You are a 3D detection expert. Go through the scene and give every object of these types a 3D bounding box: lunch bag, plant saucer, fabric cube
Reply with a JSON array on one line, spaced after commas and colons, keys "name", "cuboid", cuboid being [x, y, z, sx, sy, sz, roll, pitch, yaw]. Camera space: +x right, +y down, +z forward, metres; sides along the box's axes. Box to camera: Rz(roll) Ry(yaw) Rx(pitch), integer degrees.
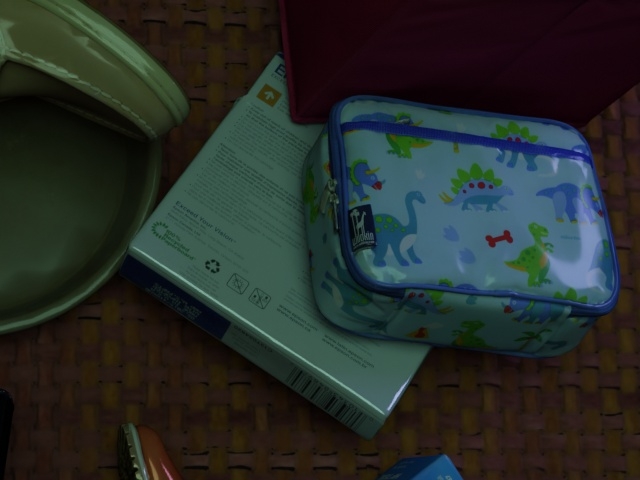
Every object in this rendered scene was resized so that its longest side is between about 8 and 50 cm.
[{"name": "lunch bag", "cuboid": [0.098, -0.014, 1.374, 0.219, 0.090, 0.176, 8, 56, -18]}, {"name": "plant saucer", "cuboid": [-0.254, -0.061, 1.397, 0.277, 0.041, 0.278, 2, 74, -8]}, {"name": "fabric cube", "cuboid": [0.124, -0.240, 1.382, 0.259, 0.258, 0.254, -1, 73, -20]}]

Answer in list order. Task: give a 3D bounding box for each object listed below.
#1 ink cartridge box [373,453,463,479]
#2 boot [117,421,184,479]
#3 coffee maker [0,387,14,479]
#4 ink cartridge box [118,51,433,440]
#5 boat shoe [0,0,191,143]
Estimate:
[{"name": "ink cartridge box", "cuboid": [0.021, 0.265, 1.306, 0.231, 0.078, 0.134, -35, 96, -22]}, {"name": "boot", "cuboid": [-0.087, 0.192, 1.346, 0.084, 0.059, 0.158, -23, 87, -18]}, {"name": "coffee maker", "cuboid": [-0.251, 0.190, 1.297, 0.171, 0.120, 0.178, 12, 72, -31]}, {"name": "ink cartridge box", "cuboid": [0.000, 0.000, 1.409, 0.223, 0.045, 0.224, 34, 55, 1]}, {"name": "boat shoe", "cuboid": [-0.255, -0.137, 1.344, 0.341, 0.122, 0.110, 25, 75, 9]}]
